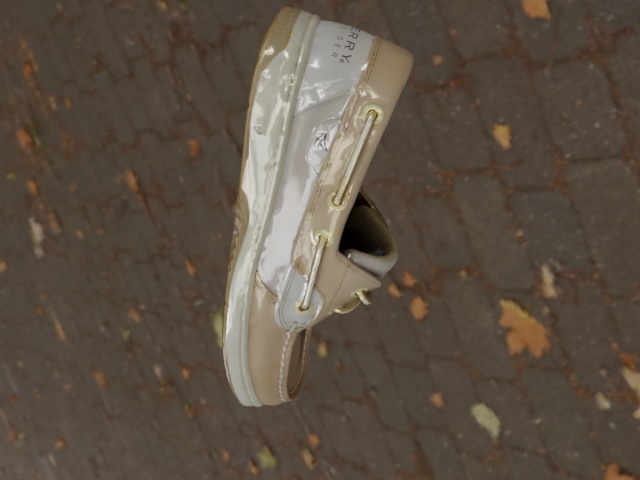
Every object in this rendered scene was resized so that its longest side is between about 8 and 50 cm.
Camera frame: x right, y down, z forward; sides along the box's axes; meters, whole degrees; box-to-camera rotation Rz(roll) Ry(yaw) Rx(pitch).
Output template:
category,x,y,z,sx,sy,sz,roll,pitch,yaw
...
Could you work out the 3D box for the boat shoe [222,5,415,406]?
category,x,y,z,sx,sy,sz,roll,pitch,yaw
boat shoe,0.000,0.000,0.408,0.059,0.063,0.170,12,128,5
